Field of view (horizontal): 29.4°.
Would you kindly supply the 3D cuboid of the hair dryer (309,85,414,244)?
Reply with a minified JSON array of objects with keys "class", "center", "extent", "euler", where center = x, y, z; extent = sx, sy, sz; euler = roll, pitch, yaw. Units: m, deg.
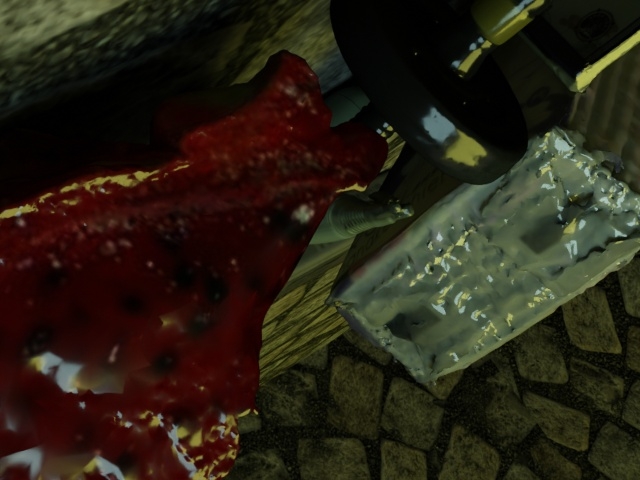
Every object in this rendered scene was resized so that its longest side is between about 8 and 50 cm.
[{"class":"hair dryer","center":[0.009,-0.040,0.805],"extent":[0.206,0.075,0.237],"euler":[-39,-159,-18]}]

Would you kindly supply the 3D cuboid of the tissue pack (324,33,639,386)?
[{"class":"tissue pack","center":[0.155,-0.075,0.900],"extent":[0.242,0.125,0.343],"euler":[-40,-167,41]}]

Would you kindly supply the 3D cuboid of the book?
[{"class":"book","center":[0.213,-0.203,0.754],"extent":[0.231,0.157,0.026],"euler":[-36,133,7]}]

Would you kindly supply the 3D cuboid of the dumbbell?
[{"class":"dumbbell","center":[0.112,-0.136,0.653],"extent":[0.325,0.143,0.143],"euler":[-39,171,28]}]

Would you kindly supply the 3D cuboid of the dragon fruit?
[{"class":"dragon fruit","center":[-0.154,0.011,0.642],"extent":[0.329,0.228,0.286],"euler":[-54,-154,-4]}]

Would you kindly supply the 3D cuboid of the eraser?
[{"class":"eraser","center":[0.000,0.000,1.298],"extent":[0.352,0.061,0.089],"euler":[-26,169,-48]}]
